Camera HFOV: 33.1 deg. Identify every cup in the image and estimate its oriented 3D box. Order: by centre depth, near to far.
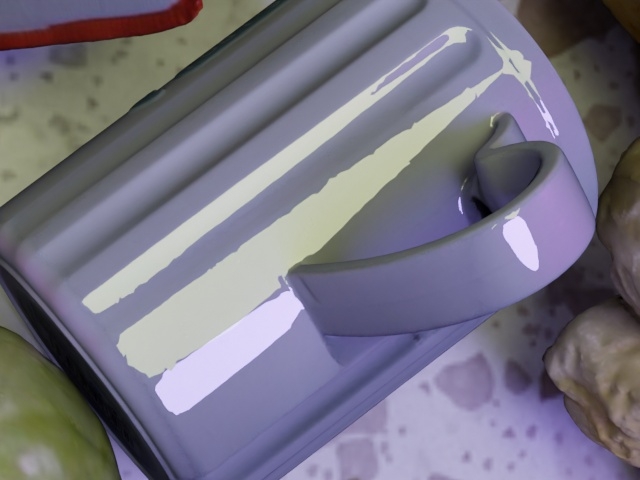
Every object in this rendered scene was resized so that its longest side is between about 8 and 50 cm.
[{"bbox_3d":[-0.010,-0.011,0.419,0.202,0.221,0.167,-38,81,-19],"label":"cup"}]

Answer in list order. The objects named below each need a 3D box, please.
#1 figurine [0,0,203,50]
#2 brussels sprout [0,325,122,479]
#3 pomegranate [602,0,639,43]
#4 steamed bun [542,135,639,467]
[{"bbox_3d":[-0.067,-0.203,0.482,0.226,0.183,0.160,-40,123,-42],"label":"figurine"},{"bbox_3d":[-0.127,0.107,0.391,0.122,0.149,0.151,25,82,-25],"label":"brussels sprout"},{"bbox_3d":[0.241,-0.191,0.542,0.215,0.215,0.215,4,77,-19],"label":"pomegranate"},{"bbox_3d":[0.256,0.012,0.479,0.296,0.137,0.292,-18,123,-19],"label":"steamed bun"}]
